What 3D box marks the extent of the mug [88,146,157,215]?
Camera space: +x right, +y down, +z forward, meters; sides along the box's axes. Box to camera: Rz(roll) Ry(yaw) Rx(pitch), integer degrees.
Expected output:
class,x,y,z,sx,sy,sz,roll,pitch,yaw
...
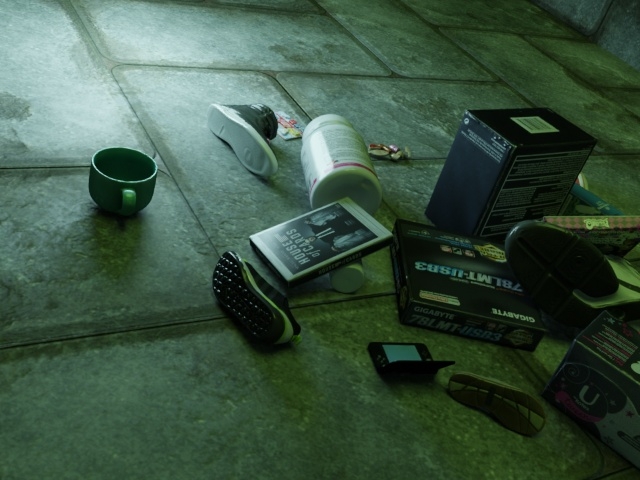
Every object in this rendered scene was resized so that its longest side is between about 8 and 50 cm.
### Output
class,x,y,z,sx,sy,sz,roll,pitch,yaw
mug,-0.402,-0.106,1.505,0.130,0.097,0.157,22,34,3

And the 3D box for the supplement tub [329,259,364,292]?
class,x,y,z,sx,sy,sz,roll,pitch,yaw
supplement tub,0.050,0.047,1.532,0.071,0.071,0.107,10,34,-13

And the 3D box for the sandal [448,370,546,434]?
class,x,y,z,sx,sy,sz,roll,pitch,yaw
sandal,0.316,0.280,1.345,0.180,0.072,0.049,23,12,13

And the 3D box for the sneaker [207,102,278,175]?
class,x,y,z,sx,sy,sz,roll,pitch,yaw
sneaker,-0.146,-0.258,1.838,0.147,0.104,0.296,-14,41,-32

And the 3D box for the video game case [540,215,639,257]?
class,x,y,z,sx,sy,sz,roll,pitch,yaw
video game case,0.601,-0.005,1.718,0.232,0.210,0.041,0,72,3

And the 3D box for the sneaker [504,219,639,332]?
class,x,y,z,sx,sy,sz,roll,pitch,yaw
sneaker,0.565,0.081,1.643,0.448,0.169,0.257,33,16,-10

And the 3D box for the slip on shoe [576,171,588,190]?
class,x,y,z,sx,sy,sz,roll,pitch,yaw
slip on shoe,0.645,-0.170,2.102,0.102,0.123,0.331,-3,34,-11

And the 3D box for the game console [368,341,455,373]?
class,x,y,z,sx,sy,sz,roll,pitch,yaw
game console,0.163,0.204,1.363,0.122,0.071,0.107,5,36,-21

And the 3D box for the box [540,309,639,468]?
class,x,y,z,sx,sy,sz,roll,pitch,yaw
box,0.560,0.278,1.369,0.247,0.163,0.142,38,42,27

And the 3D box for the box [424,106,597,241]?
class,x,y,z,sx,sy,sz,roll,pitch,yaw
box,0.447,-0.149,1.803,0.297,0.293,0.182,-8,40,-34

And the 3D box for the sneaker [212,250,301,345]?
class,x,y,z,sx,sy,sz,roll,pitch,yaw
sneaker,-0.114,0.113,1.375,0.097,0.084,0.234,19,25,-48

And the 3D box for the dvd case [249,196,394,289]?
class,x,y,z,sx,sy,sz,roll,pitch,yaw
dvd case,0.000,0.000,1.520,0.239,0.029,0.179,-23,39,-20

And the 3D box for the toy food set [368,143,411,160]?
class,x,y,z,sx,sy,sz,roll,pitch,yaw
toy food set,0.183,-0.241,2.057,0.122,0.019,0.078,6,35,-6

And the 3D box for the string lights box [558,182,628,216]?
class,x,y,z,sx,sy,sz,roll,pitch,yaw
string lights box,0.656,-0.052,1.913,0.077,0.133,0.260,-17,47,-44

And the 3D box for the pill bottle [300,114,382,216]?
class,x,y,z,sx,sy,sz,roll,pitch,yaw
pill bottle,0.040,-0.170,1.755,0.161,0.160,0.283,8,35,-16

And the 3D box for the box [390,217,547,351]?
class,x,y,z,sx,sy,sz,roll,pitch,yaw
box,0.302,0.086,1.602,0.296,0.073,0.293,13,33,-8

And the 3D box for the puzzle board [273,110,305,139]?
class,x,y,z,sx,sy,sz,roll,pitch,yaw
puzzle board,-0.098,-0.311,2.023,0.096,0.011,0.128,-17,47,-42
